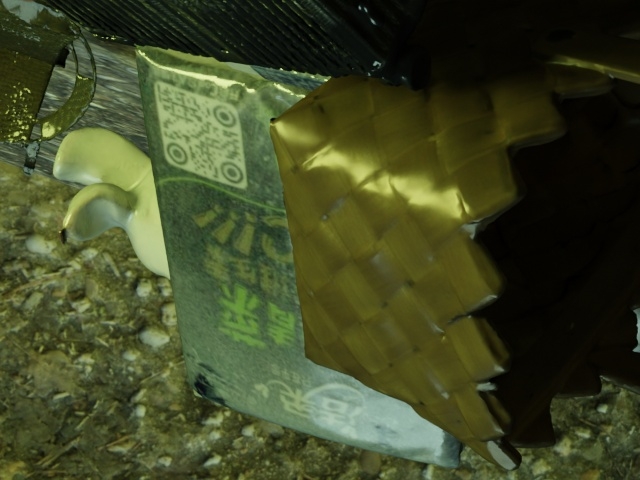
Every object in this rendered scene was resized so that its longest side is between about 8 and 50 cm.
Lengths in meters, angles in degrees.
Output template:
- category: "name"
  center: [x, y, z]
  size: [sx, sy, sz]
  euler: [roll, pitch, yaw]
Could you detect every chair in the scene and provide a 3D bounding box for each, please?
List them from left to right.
- category: "chair"
  center: [-0.320, -0.168, 1.729]
  size: [0.174, 0.149, 0.213]
  euler: [20, 168, -13]

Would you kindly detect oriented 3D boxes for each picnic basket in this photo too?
- category: "picnic basket"
  center: [0.164, -0.017, 0.997]
  size: [0.321, 0.291, 0.254]
  euler: [21, 138, 32]

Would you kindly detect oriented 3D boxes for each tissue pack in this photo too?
- category: "tissue pack"
  center: [0.000, 0.000, 1.463]
  size: [0.288, 0.124, 0.394]
  euler: [15, 133, 24]

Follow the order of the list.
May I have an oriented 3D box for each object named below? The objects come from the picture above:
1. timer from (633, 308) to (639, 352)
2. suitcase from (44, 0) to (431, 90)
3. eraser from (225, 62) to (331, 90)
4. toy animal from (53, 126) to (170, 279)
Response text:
- category: "timer"
  center: [0.246, -0.015, 1.242]
  size: [0.178, 0.253, 0.078]
  euler: [21, 133, -36]
- category: "suitcase"
  center: [-0.086, -0.208, 0.838]
  size: [0.229, 0.152, 0.335]
  euler: [12, 169, 29]
- category: "eraser"
  center: [0.035, -0.147, 1.229]
  size: [0.212, 0.092, 0.046]
  euler: [16, 174, 22]
- category: "toy animal"
  center: [-0.099, -0.041, 1.713]
  size: [0.310, 0.183, 0.247]
  euler: [-14, 140, 35]
